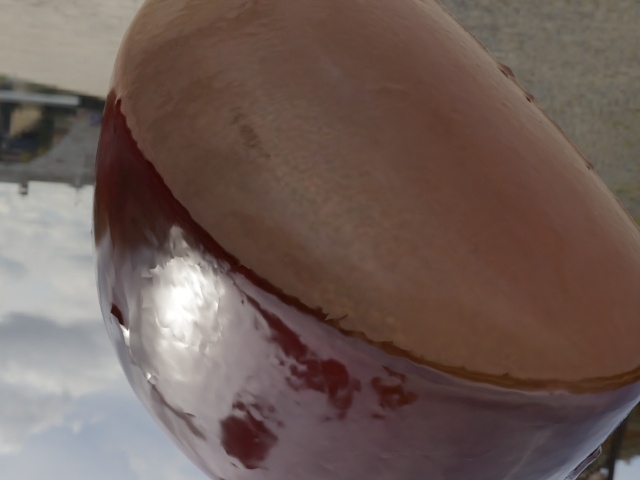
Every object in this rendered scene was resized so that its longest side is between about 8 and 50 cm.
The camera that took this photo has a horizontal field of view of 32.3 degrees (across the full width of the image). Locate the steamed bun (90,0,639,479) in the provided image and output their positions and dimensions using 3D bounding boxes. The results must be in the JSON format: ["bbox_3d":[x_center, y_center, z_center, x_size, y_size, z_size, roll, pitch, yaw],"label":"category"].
[{"bbox_3d":[0.000,0.000,0.645,0.248,0.235,0.379,-15,-124,-28],"label":"steamed bun"}]
